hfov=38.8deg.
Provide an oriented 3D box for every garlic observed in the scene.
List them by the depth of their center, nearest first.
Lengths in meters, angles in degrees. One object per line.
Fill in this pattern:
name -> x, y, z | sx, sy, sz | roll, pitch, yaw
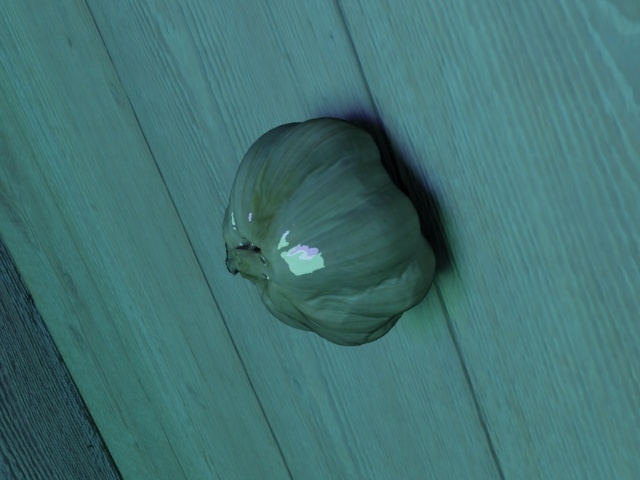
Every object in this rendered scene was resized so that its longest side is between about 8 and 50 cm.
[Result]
garlic -> -0.003, -0.001, 0.859 | 0.227, 0.152, 0.228 | 30, 136, 34
